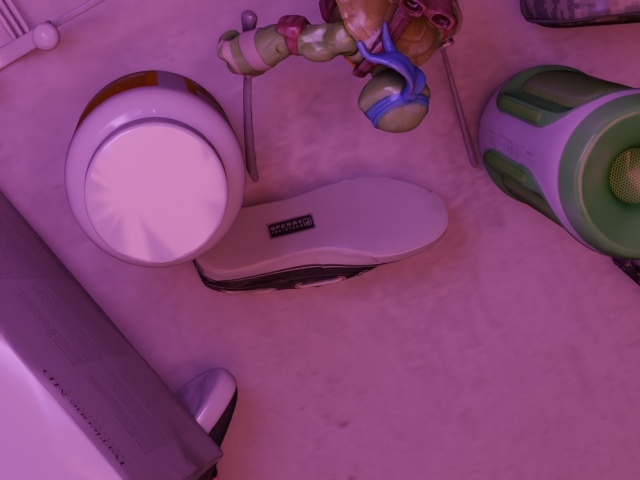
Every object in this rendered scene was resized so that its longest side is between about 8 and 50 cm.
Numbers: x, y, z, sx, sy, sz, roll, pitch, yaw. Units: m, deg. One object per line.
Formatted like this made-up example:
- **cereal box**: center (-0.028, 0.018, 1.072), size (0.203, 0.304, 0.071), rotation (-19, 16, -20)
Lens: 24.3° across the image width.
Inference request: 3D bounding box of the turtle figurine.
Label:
- **turtle figurine**: center (0.012, -0.193, 1.200), size (0.197, 0.275, 0.266), rotation (-10, 79, 5)

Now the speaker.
- **speaker**: center (0.209, -0.068, 1.164), size (0.131, 0.296, 0.131), rotation (-1, 101, -7)

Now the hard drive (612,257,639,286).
- **hard drive**: center (0.461, 0.039, 1.336), size (0.339, 0.064, 0.237), rotation (39, 94, -13)

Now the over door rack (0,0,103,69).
- **over door rack**: center (-0.213, -0.278, 1.112), size (0.324, 0.108, 0.240), rotation (-24, 106, 28)

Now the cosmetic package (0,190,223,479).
- **cosmetic package**: center (-0.247, 0.060, 1.091), size (0.097, 0.284, 0.377), rotation (-41, 84, 2)

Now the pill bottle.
- **pill bottle**: center (-0.128, -0.055, 1.152), size (0.136, 0.246, 0.136), rotation (-1, 101, -6)

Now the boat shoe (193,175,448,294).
- **boat shoe**: center (0.000, 0.000, 1.272), size (0.219, 0.070, 0.078), rotation (-8, 62, 0)

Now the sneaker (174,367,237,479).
- **sneaker**: center (-0.112, 0.255, 1.296), size (0.146, 0.104, 0.296), rotation (27, 101, -15)

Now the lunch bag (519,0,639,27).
- **lunch bag**: center (0.298, -0.306, 1.177), size (0.305, 0.212, 0.256), rotation (-5, 96, -5)
